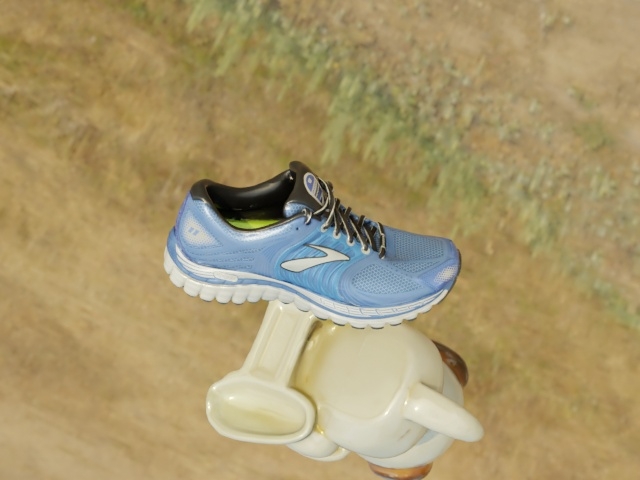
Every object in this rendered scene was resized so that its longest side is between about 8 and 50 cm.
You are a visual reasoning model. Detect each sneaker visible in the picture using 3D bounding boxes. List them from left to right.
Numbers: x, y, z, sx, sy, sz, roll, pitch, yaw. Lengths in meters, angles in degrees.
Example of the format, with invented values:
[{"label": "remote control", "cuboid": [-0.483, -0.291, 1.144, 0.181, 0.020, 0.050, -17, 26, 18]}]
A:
[{"label": "sneaker", "cuboid": [0.000, 0.000, 1.489, 0.330, 0.130, 0.147, 6, 124, -11]}]

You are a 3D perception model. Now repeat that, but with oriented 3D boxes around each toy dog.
[{"label": "toy dog", "cuboid": [0.086, 0.206, 2.000, 0.395, 0.285, 0.408, 8, 166, 23]}]
